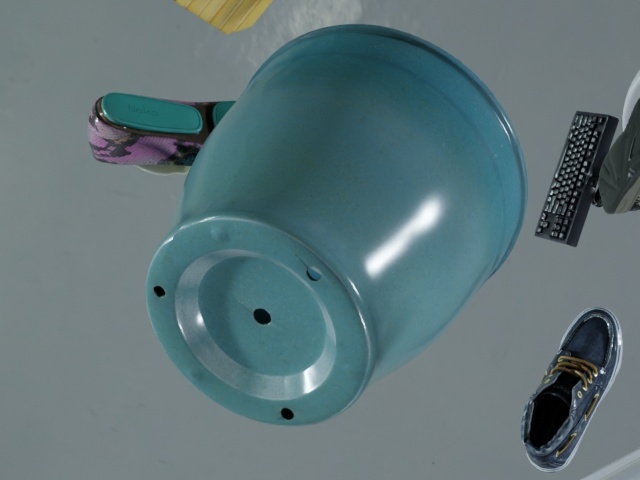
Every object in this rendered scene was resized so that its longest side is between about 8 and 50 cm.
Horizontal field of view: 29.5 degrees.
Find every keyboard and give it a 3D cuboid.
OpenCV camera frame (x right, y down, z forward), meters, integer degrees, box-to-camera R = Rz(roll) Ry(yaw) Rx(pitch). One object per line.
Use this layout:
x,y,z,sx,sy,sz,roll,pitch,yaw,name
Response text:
0.346,-0.083,1.622,0.023,0.108,0.180,17,92,-36,keyboard

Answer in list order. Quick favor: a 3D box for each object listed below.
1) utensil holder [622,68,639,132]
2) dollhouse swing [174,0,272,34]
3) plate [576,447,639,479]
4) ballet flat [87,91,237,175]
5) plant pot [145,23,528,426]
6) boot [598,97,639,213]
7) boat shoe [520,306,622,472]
0.672,-0.287,1.906,0.327,0.328,0.385,20,50,9,utensil holder
-0.034,-0.451,1.942,0.315,0.347,0.305,28,93,26,dollhouse swing
0.289,0.254,0.926,0.278,0.045,0.277,-32,40,13,plate
-0.111,-0.092,1.153,0.221,0.079,0.077,3,49,-17,ballet flat
0.000,0.000,0.962,0.271,0.255,0.272,12,123,19,plant pot
0.422,-0.102,1.309,0.178,0.236,0.085,3,60,-12,boot
0.255,0.142,1.224,0.065,0.083,0.183,18,73,23,boat shoe
